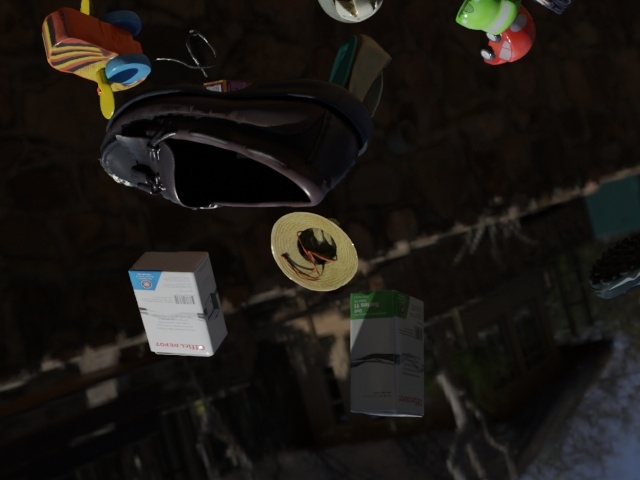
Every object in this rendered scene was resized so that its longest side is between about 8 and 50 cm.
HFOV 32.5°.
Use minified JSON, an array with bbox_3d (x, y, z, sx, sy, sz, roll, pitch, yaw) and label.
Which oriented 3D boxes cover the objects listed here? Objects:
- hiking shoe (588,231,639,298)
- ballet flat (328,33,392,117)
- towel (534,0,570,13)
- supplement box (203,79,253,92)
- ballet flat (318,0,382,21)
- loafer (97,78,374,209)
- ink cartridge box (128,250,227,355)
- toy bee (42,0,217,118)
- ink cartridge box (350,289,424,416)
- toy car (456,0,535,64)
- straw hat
[{"bbox_3d":[0.630,0.040,1.981,0.304,0.132,0.113,-29,-157,-7],"label":"hiking shoe"},{"bbox_3d":[0.035,-0.177,1.535,0.086,0.248,0.086,21,159,9],"label":"ballet flat"},{"bbox_3d":[0.229,-0.487,1.884,0.317,0.053,0.332,13,-161,-27],"label":"towel"},{"bbox_3d":[-0.172,-0.279,2.078,0.055,0.043,0.083,-3,-178,41],"label":"supplement box"},{"bbox_3d":[0.031,-0.270,1.148,0.072,0.068,0.213,-23,156,1],"label":"ballet flat"},{"bbox_3d":[-0.096,-0.071,0.938,0.303,0.109,0.095,-3,-129,40],"label":"loafer"},{"bbox_3d":[-0.272,0.121,2.117,0.140,0.190,0.082,1,-149,20],"label":"ink cartridge box"},{"bbox_3d":[-0.328,-0.272,1.727,0.162,0.195,0.298,-27,141,36],"label":"toy bee"},{"bbox_3d":[0.117,0.199,1.903,0.087,0.208,0.153,-5,167,24],"label":"ink cartridge box"},{"bbox_3d":[0.243,-0.294,1.364,0.225,0.053,0.239,-29,154,-50],"label":"toy car"},{"bbox_3d":[0.000,0.000,1.584,0.145,0.144,0.061,-15,-153,37],"label":"straw hat"}]
